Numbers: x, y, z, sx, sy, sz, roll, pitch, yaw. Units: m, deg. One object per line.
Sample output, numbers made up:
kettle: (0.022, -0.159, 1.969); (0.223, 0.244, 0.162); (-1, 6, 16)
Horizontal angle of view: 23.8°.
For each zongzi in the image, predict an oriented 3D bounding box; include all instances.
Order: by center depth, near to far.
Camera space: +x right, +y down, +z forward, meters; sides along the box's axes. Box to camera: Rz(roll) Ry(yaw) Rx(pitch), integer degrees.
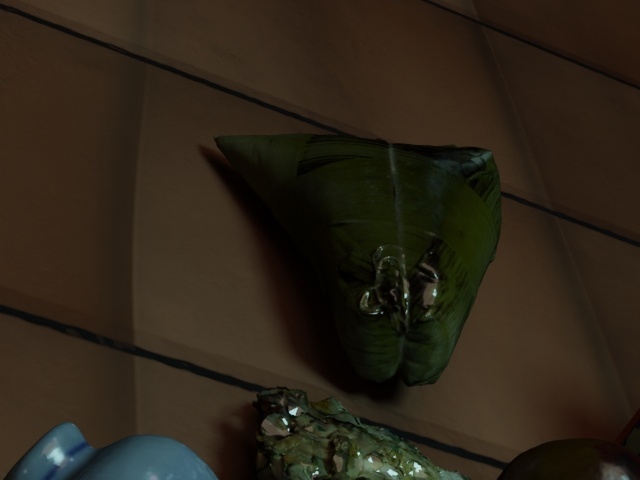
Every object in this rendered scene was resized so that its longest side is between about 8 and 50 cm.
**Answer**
zongzi: (0.000, 0.000, 1.364); (0.300, 0.145, 0.274); (14, 33, 11)

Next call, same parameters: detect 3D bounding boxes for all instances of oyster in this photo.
oyster: (0.039, 0.191, 1.107); (0.198, 0.092, 0.259); (24, 26, -17)

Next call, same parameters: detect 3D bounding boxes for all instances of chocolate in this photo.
chocolate: (0.199, 0.208, 1.172); (0.127, 0.133, 0.124); (22, 26, -17)

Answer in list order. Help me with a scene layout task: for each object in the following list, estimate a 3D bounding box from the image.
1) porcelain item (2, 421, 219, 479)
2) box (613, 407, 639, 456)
porcelain item: (-0.081, 0.216, 0.917); (0.259, 0.141, 0.141); (40, 29, 4)
box: (0.421, 0.250, 1.174); (0.318, 0.257, 0.348); (23, 30, -8)
